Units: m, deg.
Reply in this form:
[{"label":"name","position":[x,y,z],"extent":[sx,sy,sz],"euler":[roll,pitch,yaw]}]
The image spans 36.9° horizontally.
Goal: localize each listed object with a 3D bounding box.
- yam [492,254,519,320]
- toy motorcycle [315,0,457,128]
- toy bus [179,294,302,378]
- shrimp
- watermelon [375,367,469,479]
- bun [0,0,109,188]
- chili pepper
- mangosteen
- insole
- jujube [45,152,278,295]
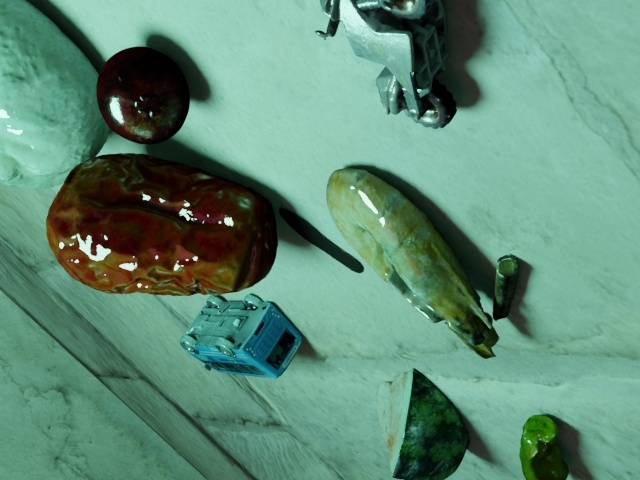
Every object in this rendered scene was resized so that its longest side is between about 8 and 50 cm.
[{"label":"yam","position":[0.226,0.061,1.180],"extent":[0.027,0.033,0.129],"euler":[7,152,10]},{"label":"toy motorcycle","position":[0.064,-0.187,0.918],"extent":[0.122,0.080,0.215],"euler":[24,155,29]},{"label":"toy bus","position":[-0.153,0.184,1.793],"extent":[0.134,0.113,0.246],"euler":[44,154,-24]},{"label":"shrimp","position":[0.117,0.034,1.229],"extent":[0.317,0.077,0.168],"euler":[52,159,-11]},{"label":"watermelon","position":[0.181,0.298,1.621],"extent":[0.207,0.136,0.202],"euler":[26,-150,-43]},{"label":"bun","position":[-0.493,-0.223,1.452],"extent":[0.361,0.211,0.362],"euler":[29,152,18]},{"label":"chili pepper","position":[0.333,0.336,1.437],"extent":[0.073,0.072,0.204],"euler":[16,147,36]},{"label":"mangosteen","position":[-0.237,-0.194,1.276],"extent":[0.140,0.140,0.140],"euler":[31,154,17]},{"label":"insole","position":[0.000,0.000,1.406],"extent":[0.152,0.002,0.053],"euler":[35,155,8]},{"label":"jujube","position":[-0.234,-0.014,1.422],"extent":[0.342,0.216,0.216],"euler":[8,148,9]}]
